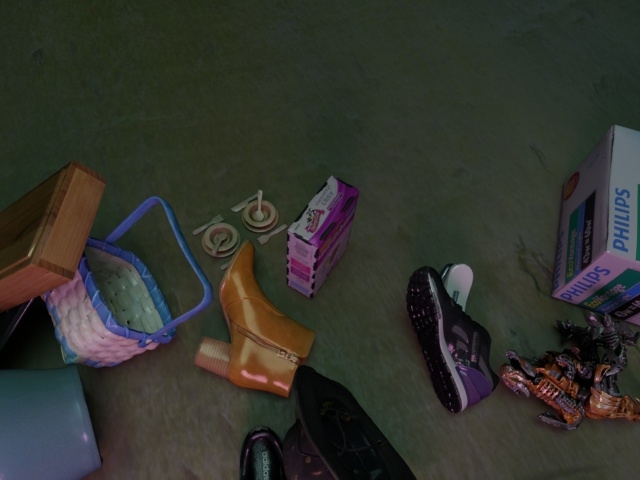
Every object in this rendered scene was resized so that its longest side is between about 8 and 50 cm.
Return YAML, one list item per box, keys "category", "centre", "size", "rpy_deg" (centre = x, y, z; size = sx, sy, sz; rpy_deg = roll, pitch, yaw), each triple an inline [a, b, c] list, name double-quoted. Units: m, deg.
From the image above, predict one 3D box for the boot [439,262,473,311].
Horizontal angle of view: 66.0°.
- category: "boot"
  centre: [0.267, 0.139, 1.045]
  size: [0.069, 0.086, 0.189]
  rpy_deg: [22, 88, -1]

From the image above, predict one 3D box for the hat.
- category: "hat"
  centre: [0.026, 0.371, 0.799]
  size: [0.134, 0.331, 0.331]
  rpy_deg: [-41, 67, 6]

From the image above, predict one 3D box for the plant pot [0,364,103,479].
- category: "plant pot"
  centre: [-0.501, 0.323, 0.784]
  size: [0.256, 0.271, 0.271]
  rpy_deg: [-15, 61, -28]

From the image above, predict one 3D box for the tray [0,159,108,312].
- category: "tray"
  centre: [-0.565, 0.018, 0.913]
  size: [0.411, 0.076, 0.202]
  rpy_deg: [-19, 53, 33]

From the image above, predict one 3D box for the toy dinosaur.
- category: "toy dinosaur"
  centre: [0.518, 0.267, 0.959]
  size: [0.322, 0.164, 0.218]
  rpy_deg: [23, 73, -17]

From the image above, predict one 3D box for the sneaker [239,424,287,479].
- category: "sneaker"
  centre: [-0.083, 0.457, 0.798]
  size: [0.108, 0.121, 0.301]
  rpy_deg: [-12, 61, -10]

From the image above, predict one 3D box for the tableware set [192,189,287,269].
- category: "tableware set"
  centre: [-0.184, -0.035, 1.130]
  size: [0.194, 0.039, 0.128]
  rpy_deg: [-35, 67, -21]

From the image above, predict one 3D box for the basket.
- category: "basket"
  centre: [-0.364, 0.085, 0.937]
  size: [0.289, 0.201, 0.254]
  rpy_deg: [-37, 65, 12]

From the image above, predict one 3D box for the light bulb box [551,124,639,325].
- category: "light bulb box"
  centre: [0.741, -0.010, 1.063]
  size: [0.362, 0.225, 0.357]
  rpy_deg: [18, 60, 6]

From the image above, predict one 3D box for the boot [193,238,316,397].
- category: "boot"
  centre: [-0.108, 0.153, 0.999]
  size: [0.212, 0.104, 0.294]
  rpy_deg: [16, 65, 0]

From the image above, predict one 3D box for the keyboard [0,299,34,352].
- category: "keyboard"
  centre: [-0.583, 0.104, 0.950]
  size: [0.202, 0.033, 0.317]
  rpy_deg: [22, 79, 48]

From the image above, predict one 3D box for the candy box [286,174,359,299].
- category: "candy box"
  centre: [0.000, 0.000, 1.008]
  size: [0.071, 0.233, 0.159]
  rpy_deg: [29, 61, 13]

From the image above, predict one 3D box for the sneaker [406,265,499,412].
- category: "sneaker"
  centre: [0.262, 0.178, 0.966]
  size: [0.124, 0.107, 0.283]
  rpy_deg: [-17, 92, -20]
